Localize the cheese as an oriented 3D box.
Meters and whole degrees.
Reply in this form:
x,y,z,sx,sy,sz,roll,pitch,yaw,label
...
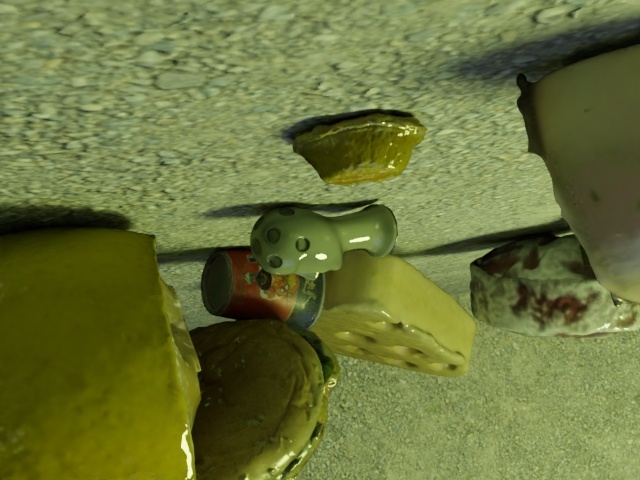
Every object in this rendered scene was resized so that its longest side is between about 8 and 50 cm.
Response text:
x,y,z,sx,sy,sz,roll,pitch,yaw,label
0.101,0.130,1.519,0.383,0.104,0.384,12,162,4,cheese

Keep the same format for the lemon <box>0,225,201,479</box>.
x,y,z,sx,sy,sz,roll,pitch,yaw,label
-0.286,0.157,0.896,0.363,0.365,0.364,-8,172,-1,lemon

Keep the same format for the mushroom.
x,y,z,sx,sy,sz,roll,pitch,yaw,label
0.278,-0.046,0.630,0.173,0.162,0.236,-13,172,43,mushroom

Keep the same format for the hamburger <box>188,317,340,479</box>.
x,y,z,sx,sy,sz,roll,pitch,yaw,label
-0.121,0.209,1.148,0.265,0.285,0.134,-17,130,35,hamburger

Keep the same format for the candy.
x,y,z,sx,sy,sz,roll,pitch,yaw,label
0.380,0.070,1.509,0.289,0.157,0.214,3,-163,35,candy

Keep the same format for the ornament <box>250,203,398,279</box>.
x,y,z,sx,sy,sz,roll,pitch,yaw,label
0.000,0.000,0.996,0.156,0.081,0.074,-8,178,-34,ornament

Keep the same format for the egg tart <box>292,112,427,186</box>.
x,y,z,sx,sy,sz,roll,pitch,yaw,label
0.031,-0.065,0.701,0.105,0.039,0.105,-7,174,-1,egg tart

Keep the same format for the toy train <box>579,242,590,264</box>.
x,y,z,sx,sy,sz,roll,pitch,yaw,label
0.500,-0.015,1.362,0.225,0.090,0.137,-6,179,-12,toy train

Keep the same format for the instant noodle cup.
x,y,z,sx,sy,sz,roll,pitch,yaw,label
-0.081,0.061,1.252,0.135,0.127,0.127,8,165,-33,instant noodle cup
